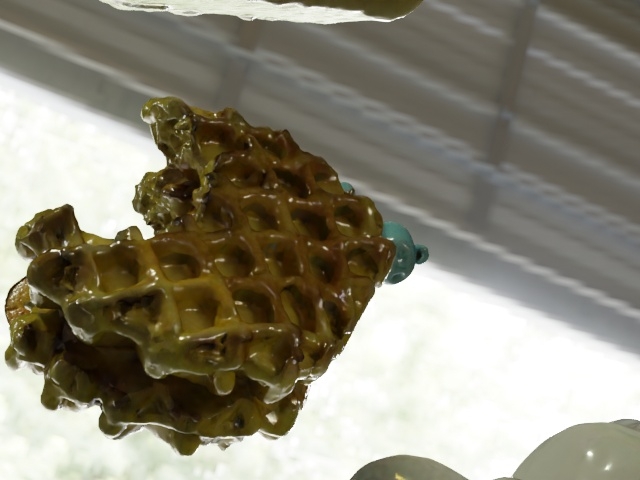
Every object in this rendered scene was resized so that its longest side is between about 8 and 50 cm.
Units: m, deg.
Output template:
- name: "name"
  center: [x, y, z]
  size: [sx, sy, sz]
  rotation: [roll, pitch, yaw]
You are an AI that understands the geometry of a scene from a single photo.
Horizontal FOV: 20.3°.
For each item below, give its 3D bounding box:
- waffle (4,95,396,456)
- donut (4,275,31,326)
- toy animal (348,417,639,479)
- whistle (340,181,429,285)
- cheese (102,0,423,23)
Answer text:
- name: "waffle"
  center: [-0.094, 0.027, 1.451]
  size: [0.261, 0.324, 0.151]
  rotation: [30, -48, 7]
- name: "donut"
  center: [-0.250, 0.073, 1.610]
  size: [0.083, 0.067, 0.038]
  rotation: [42, -34, 25]
- name: "toy animal"
  center: [0.197, 0.224, 1.093]
  size: [0.367, 0.241, 0.196]
  rotation: [36, -17, -22]
- name: "whistle"
  center: [0.000, 0.000, 2.203]
  size: [0.274, 0.093, 0.186]
  rotation: [7, -63, -7]
- name: "cheese"
  center: [-0.049, -0.361, 1.494]
  size: [0.104, 0.384, 0.384]
  rotation: [4, -26, 39]
